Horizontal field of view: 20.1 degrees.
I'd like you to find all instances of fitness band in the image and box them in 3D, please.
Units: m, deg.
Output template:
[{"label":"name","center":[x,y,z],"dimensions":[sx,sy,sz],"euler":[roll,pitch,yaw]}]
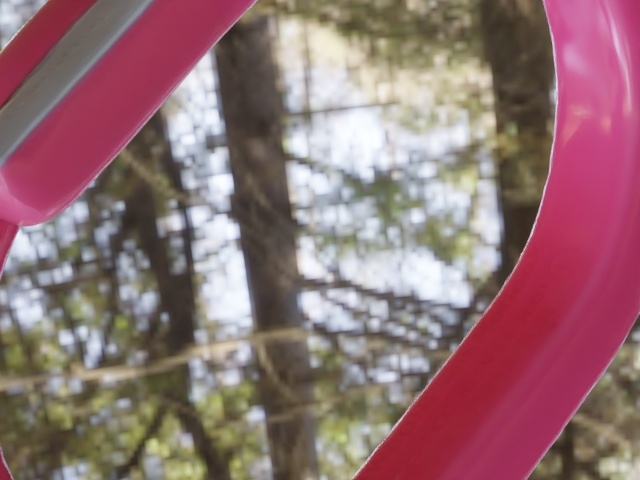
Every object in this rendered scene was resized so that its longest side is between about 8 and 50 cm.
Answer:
[{"label":"fitness band","center":[0.000,0.000,0.528],"dimensions":[0.291,0.209,0.054],"euler":[-48,-147,-22]}]
